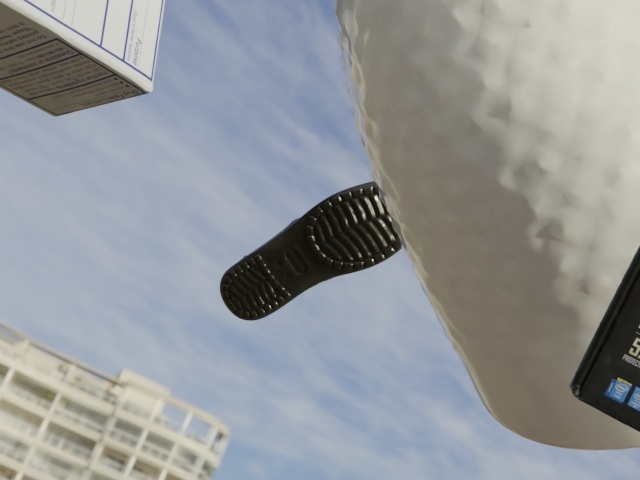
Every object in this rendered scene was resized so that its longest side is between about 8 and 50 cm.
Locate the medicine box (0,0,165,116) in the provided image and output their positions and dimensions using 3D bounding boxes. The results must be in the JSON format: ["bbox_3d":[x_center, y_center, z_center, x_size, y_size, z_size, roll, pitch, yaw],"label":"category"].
[{"bbox_3d":[-0.287,-0.300,1.151,0.149,0.263,0.289,-9,-24,34],"label":"medicine box"}]

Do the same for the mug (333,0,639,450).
[{"bbox_3d":[0.195,-0.113,0.743,0.328,0.374,0.276,62,-18,-19],"label":"mug"}]

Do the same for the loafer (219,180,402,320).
[{"bbox_3d":[0.000,0.000,1.197,0.080,0.220,0.078,62,11,-9],"label":"loafer"}]

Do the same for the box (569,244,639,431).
[{"bbox_3d":[0.216,0.039,0.478,0.180,0.147,0.077,29,5,25],"label":"box"}]
